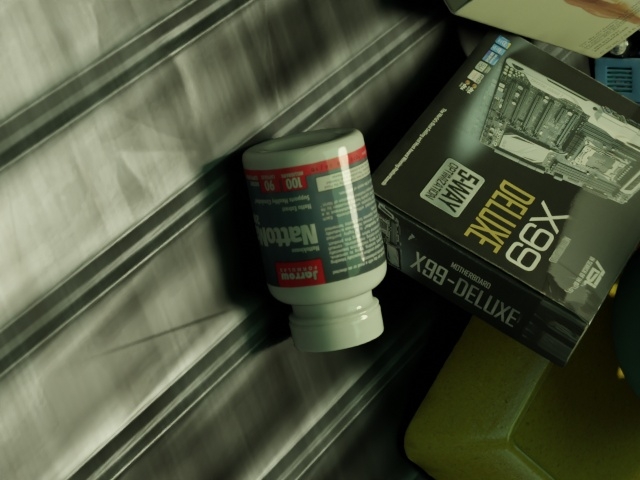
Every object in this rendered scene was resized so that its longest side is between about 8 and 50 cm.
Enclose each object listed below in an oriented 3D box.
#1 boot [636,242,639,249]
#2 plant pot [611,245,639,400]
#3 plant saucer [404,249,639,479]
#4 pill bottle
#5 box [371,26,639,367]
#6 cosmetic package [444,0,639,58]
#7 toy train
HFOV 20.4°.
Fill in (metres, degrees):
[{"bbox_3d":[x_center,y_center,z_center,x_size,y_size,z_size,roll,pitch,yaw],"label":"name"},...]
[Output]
[{"bbox_3d":[0.473,-0.086,2.160,0.264,0.096,0.280,-8,113,-64],"label":"boot"},{"bbox_3d":[0.424,0.086,1.713,0.293,0.235,0.293,-4,98,-35],"label":"plant pot"},{"bbox_3d":[0.284,0.161,1.816,0.333,0.081,0.333,41,72,-31],"label":"plant saucer"},{"bbox_3d":[0.000,0.000,1.545,0.108,0.108,0.180,-26,108,-51],"label":"pill bottle"},{"bbox_3d":[0.199,-0.051,1.718,0.307,0.242,0.076,-50,167,-42],"label":"box"},{"bbox_3d":[0.226,-0.297,1.806,0.296,0.129,0.153,4,54,-54],"label":"cosmetic package"},{"bbox_3d":[0.387,-0.218,2.110,0.184,0.080,0.105,-19,112,-55],"label":"toy train"}]
